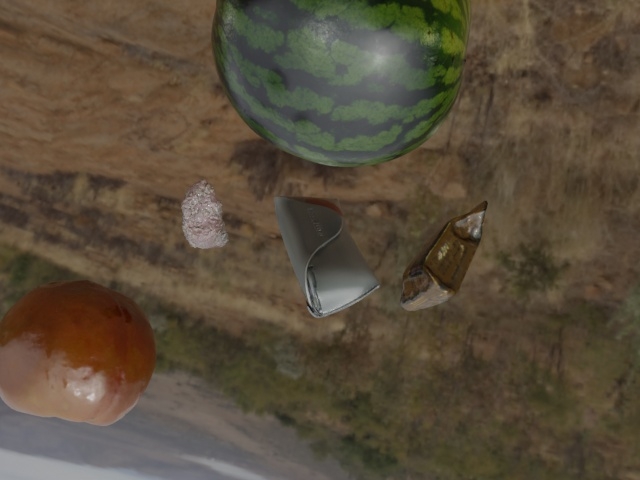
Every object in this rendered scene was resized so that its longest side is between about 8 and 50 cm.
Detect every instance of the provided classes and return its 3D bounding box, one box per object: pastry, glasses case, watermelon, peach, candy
[{"bbox_3d":[-0.264,-0.036,1.776,0.103,0.112,0.265,-21,164,-8],"label":"pastry"},{"bbox_3d":[0.002,0.000,1.361,0.128,0.308,0.083,-14,129,-7],"label":"glasses case"},{"bbox_3d":[0.025,-0.220,0.824,0.285,0.285,0.285,13,161,5],"label":"watermelon"},{"bbox_3d":[-0.532,0.237,1.696,0.343,0.301,0.343,11,167,3],"label":"peach"},{"bbox_3d":[0.264,0.025,1.605,0.101,0.271,0.143,42,146,-9],"label":"candy"}]
